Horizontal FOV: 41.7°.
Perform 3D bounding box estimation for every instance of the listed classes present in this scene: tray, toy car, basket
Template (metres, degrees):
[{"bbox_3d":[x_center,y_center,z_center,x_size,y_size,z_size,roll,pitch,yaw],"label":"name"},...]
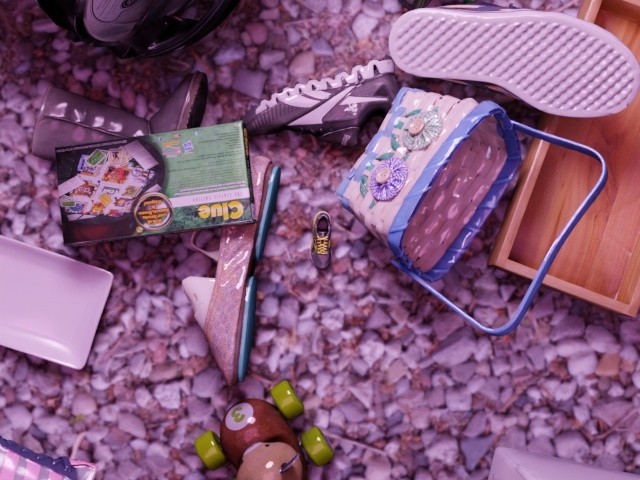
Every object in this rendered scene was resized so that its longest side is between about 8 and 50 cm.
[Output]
[{"bbox_3d":[0.399,-0.123,1.167,0.202,0.076,0.411,21,89,0],"label":"tray"},{"bbox_3d":[-0.076,0.285,1.091,0.155,0.188,0.149,-33,89,-2],"label":"toy car"},{"bbox_3d":[-0.434,0.072,1.172,0.270,0.030,0.145,18,88,0],"label":"tray"},{"bbox_3d":[0.180,-0.047,1.071,0.289,0.201,0.255,31,87,28],"label":"basket"}]

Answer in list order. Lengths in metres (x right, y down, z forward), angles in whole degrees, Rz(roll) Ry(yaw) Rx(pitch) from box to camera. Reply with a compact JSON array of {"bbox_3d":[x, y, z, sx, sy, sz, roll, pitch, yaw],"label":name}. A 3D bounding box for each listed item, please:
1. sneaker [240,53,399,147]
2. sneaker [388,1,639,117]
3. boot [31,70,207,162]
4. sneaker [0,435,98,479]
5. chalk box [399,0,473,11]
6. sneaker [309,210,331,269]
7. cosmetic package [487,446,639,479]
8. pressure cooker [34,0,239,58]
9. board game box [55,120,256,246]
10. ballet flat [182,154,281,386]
[{"bbox_3d":[0.007,-0.171,1.160,0.234,0.078,0.106,-19,86,-3],"label":"sneaker"},{"bbox_3d":[0.259,-0.250,1.113,0.321,0.127,0.126,17,111,13],"label":"sneaker"},{"bbox_3d":[-0.277,-0.174,1.166,0.208,0.076,0.190,20,88,6],"label":"boot"},{"bbox_3d":[-0.380,0.324,1.141,0.131,0.112,0.319,-43,92,-18],"label":"sneaker"},{"bbox_3d":[0.139,-0.407,1.141,0.213,0.132,0.132,41,88,-1],"label":"chalk box"},{"bbox_3d":[0.000,0.000,1.176,0.031,0.035,0.083,-1,89,0],"label":"sneaker"},{"bbox_3d":[0.356,0.506,1.021,0.327,0.329,0.394,13,89,1],"label":"cosmetic package"},{"bbox_3d":[-0.236,-0.443,0.999,0.375,0.370,0.420,-41,90,-4],"label":"pressure cooker"},{"bbox_3d":[-0.219,-0.073,1.110,0.259,0.030,0.136,-6,84,8],"label":"board game box"},{"bbox_3d":[-0.129,0.037,1.147,0.106,0.107,0.316,8,78,3],"label":"ballet flat"}]
